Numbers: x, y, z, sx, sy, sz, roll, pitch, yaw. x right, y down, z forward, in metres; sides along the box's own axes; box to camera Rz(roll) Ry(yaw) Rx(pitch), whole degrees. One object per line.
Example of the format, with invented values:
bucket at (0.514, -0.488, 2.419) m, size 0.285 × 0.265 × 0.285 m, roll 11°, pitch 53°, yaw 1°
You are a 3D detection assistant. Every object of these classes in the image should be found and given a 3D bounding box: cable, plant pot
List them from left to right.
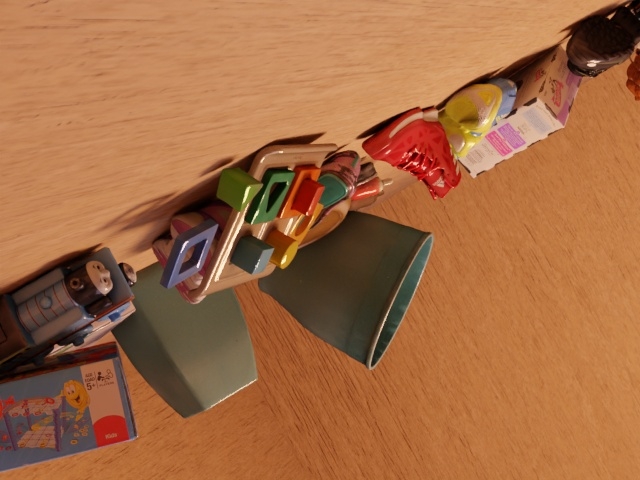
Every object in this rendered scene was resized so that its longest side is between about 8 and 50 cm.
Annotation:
plant pot at (-0.211, 0.149, 1.588) m, size 0.165 × 0.234 × 0.166 m, roll -28°, pitch 177°, yaw -31°
plant pot at (-0.054, -0.020, 1.638) m, size 0.236 × 0.032 × 0.236 m, roll -21°, pitch 165°, yaw -6°
cable at (-0.001, -0.055, 1.707) m, size 0.287 × 0.072 × 0.139 m, roll -28°, pitch 179°, yaw -29°
plant pot at (0.036, 0.060, 1.839) m, size 0.271 × 0.255 × 0.271 m, roll -60°, pitch 166°, yaw -25°

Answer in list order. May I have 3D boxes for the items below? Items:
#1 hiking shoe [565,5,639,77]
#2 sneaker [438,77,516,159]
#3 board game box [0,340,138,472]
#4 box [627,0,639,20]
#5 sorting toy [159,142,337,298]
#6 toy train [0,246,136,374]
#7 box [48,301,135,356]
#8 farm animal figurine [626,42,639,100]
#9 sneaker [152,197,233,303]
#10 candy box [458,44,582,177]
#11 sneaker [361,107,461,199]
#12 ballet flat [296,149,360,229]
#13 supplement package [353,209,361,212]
hiking shoe at (0.430, -0.288, 1.565) m, size 0.227 × 0.086 × 0.114 m, roll -28°, pitch 163°, yaw -48°
sneaker at (0.231, -0.182, 1.591) m, size 0.126 × 0.091 × 0.240 m, roll -29°, pitch 177°, yaw -29°
board game box at (-0.365, 0.193, 1.110) m, size 0.308 × 0.086 × 0.302 m, roll -12°, pitch 180°, yaw -13°
box at (0.589, -0.404, 1.609) m, size 0.175 × 0.051 × 0.220 m, roll -29°, pitch 178°, yaw -1°
sorting toy at (-0.051, -0.019, 1.123) m, size 0.196 × 0.047 × 0.348 m, roll -61°, pitch 164°, yaw 16°
toy train at (-0.282, 0.075, 1.056) m, size 0.184 × 0.080 × 0.105 m, roll -29°, pitch 172°, yaw 5°
box at (-0.422, 0.163, 1.504) m, size 0.232 × 0.058 × 0.322 m, roll -29°, pitch 177°, yaw -27°
farm animal figurine at (0.700, -0.394, 1.807) m, size 0.330 × 0.172 × 0.326 m, roll -15°, pitch -155°, yaw 33°
sneaker at (-0.134, 0.005, 1.232) m, size 0.104 × 0.095 × 0.236 m, roll -37°, pitch 180°, yaw -24°
candy box at (0.324, -0.212, 1.660) m, size 0.196 × 0.070 × 0.165 m, roll -31°, pitch -159°, yaw 44°
sneaker at (0.148, -0.119, 1.450) m, size 0.087 × 0.128 × 0.221 m, roll -32°, pitch 178°, yaw 33°
ballet flat at (-0.010, -0.069, 1.461) m, size 0.221 × 0.077 × 0.079 m, roll -32°, pitch -164°, yaw 49°
supplement package at (0.000, 0.000, 2.088) m, size 0.204 × 0.145 × 0.262 m, roll -29°, pitch 178°, yaw 5°
